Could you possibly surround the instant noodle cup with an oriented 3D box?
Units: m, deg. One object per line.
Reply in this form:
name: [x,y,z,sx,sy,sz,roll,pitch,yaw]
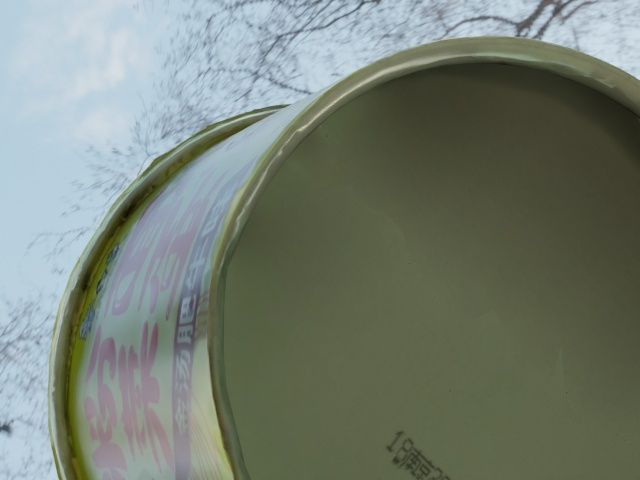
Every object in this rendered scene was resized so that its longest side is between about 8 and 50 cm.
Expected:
instant noodle cup: [0.043,0.053,0.513,0.311,0.221,0.311,3,-101,-17]
